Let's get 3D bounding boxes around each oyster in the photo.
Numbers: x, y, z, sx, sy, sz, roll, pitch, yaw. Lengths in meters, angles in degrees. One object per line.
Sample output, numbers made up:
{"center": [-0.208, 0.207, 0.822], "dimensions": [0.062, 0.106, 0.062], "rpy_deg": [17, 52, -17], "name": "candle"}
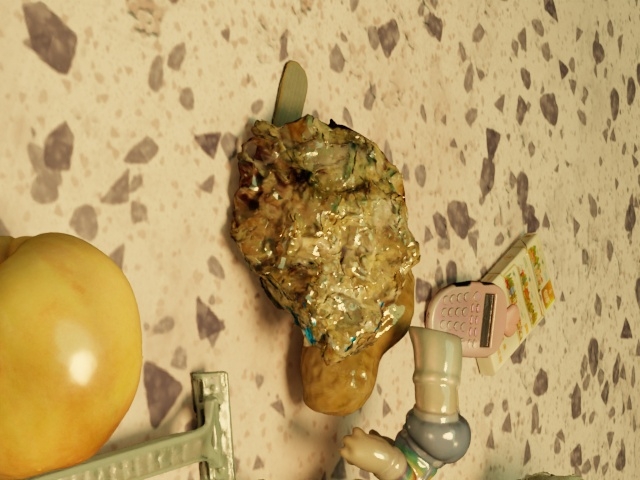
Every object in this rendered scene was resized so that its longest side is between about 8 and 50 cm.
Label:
{"center": [0.002, -0.003, 1.141], "dimensions": [0.198, 0.092, 0.260], "rpy_deg": [5, 85, -14], "name": "oyster"}

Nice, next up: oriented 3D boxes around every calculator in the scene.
{"center": [0.204, 0.105, 1.482], "dimensions": [0.165, 0.024, 0.103], "rpy_deg": [6, 91, -37], "name": "calculator"}

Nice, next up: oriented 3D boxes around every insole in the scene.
{"center": [-0.042, -0.110, 1.202], "dimensions": [0.064, 0.004, 0.189], "rpy_deg": [37, 59, -49], "name": "insole"}

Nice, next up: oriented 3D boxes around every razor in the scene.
{"center": [-0.166, 0.193, 0.963], "dimensions": [0.277, 0.056, 0.111], "rpy_deg": [-9, 97, -55], "name": "razor"}

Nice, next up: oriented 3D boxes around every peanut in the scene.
{"center": [0.043, 0.093, 1.220], "dimensions": [0.226, 0.108, 0.095], "rpy_deg": [-62, 140, -33], "name": "peanut"}

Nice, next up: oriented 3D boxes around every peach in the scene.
{"center": [-0.215, 0.085, 0.802], "dimensions": [0.184, 0.184, 0.184], "rpy_deg": [6, 83, -54], "name": "peach"}

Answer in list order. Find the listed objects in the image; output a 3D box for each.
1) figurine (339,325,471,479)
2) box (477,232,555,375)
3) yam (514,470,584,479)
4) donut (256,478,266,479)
{"center": [0.100, 0.284, 1.150], "dimensions": [0.224, 0.205, 0.382], "rpy_deg": [-29, 129, -80], "name": "figurine"}
{"center": [0.276, 0.089, 1.608], "dimensions": [0.220, 0.032, 0.122], "rpy_deg": [-39, 117, -48], "name": "box"}
{"center": [0.275, 0.474, 1.397], "dimensions": [0.348, 0.241, 0.241], "rpy_deg": [-50, 127, -42], "name": "yam"}
{"center": [-0.043, 0.325, 1.058], "dimensions": [0.078, 0.146, 0.181], "rpy_deg": [45, 48, -60], "name": "donut"}
